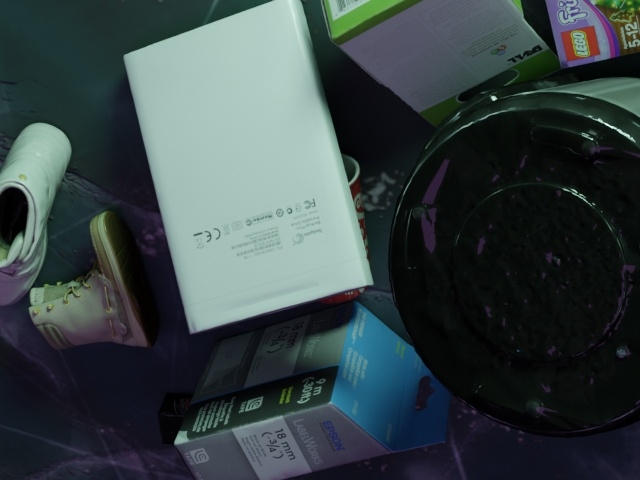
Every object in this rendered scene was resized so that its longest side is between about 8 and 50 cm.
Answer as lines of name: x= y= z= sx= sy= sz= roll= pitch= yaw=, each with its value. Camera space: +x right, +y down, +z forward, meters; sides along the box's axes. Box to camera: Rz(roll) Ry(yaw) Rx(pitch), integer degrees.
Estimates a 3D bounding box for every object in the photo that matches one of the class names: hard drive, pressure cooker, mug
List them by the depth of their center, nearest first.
pressure cooker: x=0.310 y=0.004 z=1.494 sx=0.370 sy=0.420 sz=0.375 roll=5 pitch=102 yaw=30
hard drive: x=-0.090 y=-0.087 z=1.598 sx=0.233 sy=0.047 sz=0.353 roll=-16 pitch=84 yaw=19
mug: x=-0.005 y=-0.004 z=1.694 sx=0.113 sy=0.150 sz=0.169 roll=23 pitch=138 yaw=41

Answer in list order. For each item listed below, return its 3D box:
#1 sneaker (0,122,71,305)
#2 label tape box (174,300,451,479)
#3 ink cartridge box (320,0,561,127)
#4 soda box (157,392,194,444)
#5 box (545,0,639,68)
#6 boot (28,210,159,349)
sneaker: x=-0.418 y=0.003 z=1.749 sx=0.108 sy=0.169 sz=0.292 roll=20 pitch=124 yaw=-5
label tape box: x=0.000 y=0.193 z=1.751 sx=0.334 sy=0.240 sz=0.106 roll=-17 pitch=115 yaw=18
ink cartridge box: x=0.144 y=-0.252 z=1.547 sx=0.189 sy=0.097 sz=0.255 roll=-25 pitch=148 yaw=23
soda box: x=-0.146 y=0.261 z=1.927 sx=0.169 sy=0.053 sz=0.060 roll=1 pitch=121 yaw=8
box: x=0.331 y=-0.345 z=1.455 sx=0.201 sy=0.057 sz=0.293 roll=-11 pitch=123 yaw=15
boot: x=-0.324 y=0.061 z=1.824 sx=0.165 sy=0.077 sz=0.213 roll=-4 pitch=123 yaw=15
